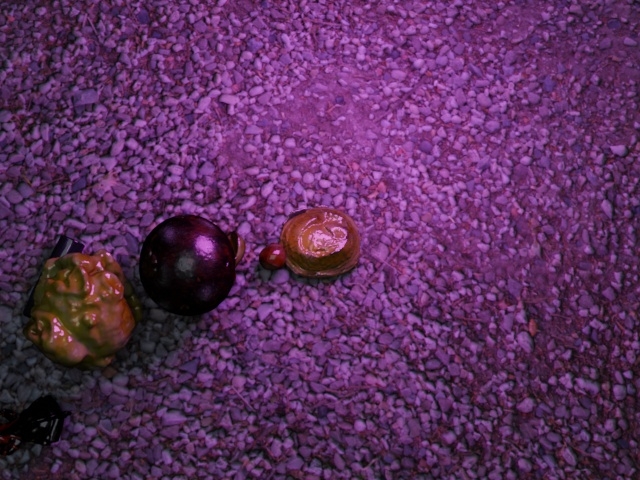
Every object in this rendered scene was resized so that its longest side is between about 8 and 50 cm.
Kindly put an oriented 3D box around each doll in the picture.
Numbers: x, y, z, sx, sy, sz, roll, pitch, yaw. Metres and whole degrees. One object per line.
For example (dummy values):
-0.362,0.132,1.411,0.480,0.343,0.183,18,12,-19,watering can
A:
-0.777,0.492,1.796,0.248,0.088,0.127,-23,100,2,doll

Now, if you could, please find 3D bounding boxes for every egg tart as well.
0.000,0.000,1.940,0.252,0.098,0.232,25,74,6,egg tart

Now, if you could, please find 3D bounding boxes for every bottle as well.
-0.747,0.107,1.884,0.082,0.072,0.245,12,73,38,bottle

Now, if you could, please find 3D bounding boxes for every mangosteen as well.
-0.346,0.066,1.827,0.287,0.288,0.288,1,78,-3,mangosteen

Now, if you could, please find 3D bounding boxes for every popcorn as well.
-0.622,0.176,1.762,0.311,0.312,0.313,1,78,-3,popcorn

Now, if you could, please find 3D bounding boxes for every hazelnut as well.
-0.137,0.046,1.920,0.086,0.086,0.086,1,78,-3,hazelnut
